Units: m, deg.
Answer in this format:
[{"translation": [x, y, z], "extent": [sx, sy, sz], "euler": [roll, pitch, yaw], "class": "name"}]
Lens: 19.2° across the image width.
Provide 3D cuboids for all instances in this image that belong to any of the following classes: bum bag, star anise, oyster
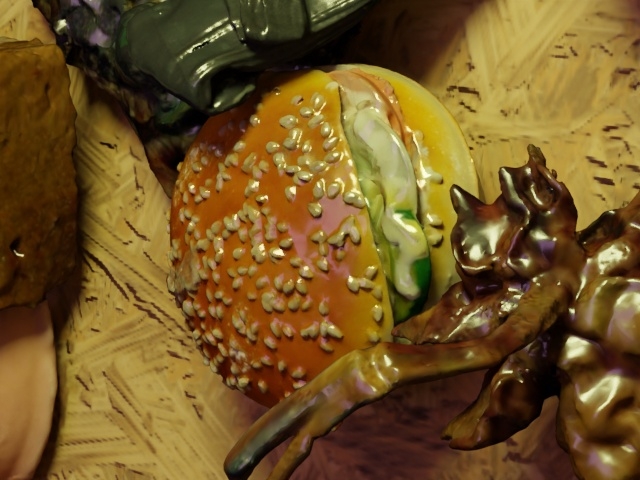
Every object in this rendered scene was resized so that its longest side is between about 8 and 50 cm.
[{"translation": [-0.001, -0.160, 1.174], "extent": [0.123, 0.248, 0.060], "euler": [47, 157, 48], "class": "bum bag"}, {"translation": [0.113, 0.071, 1.028], "extent": [0.148, 0.346, 0.237], "euler": [-158, 56, -77], "class": "star anise"}, {"translation": [-0.119, -0.191, 1.336], "extent": [0.221, 0.096, 0.361], "euler": [-49, 60, 20], "class": "oyster"}]

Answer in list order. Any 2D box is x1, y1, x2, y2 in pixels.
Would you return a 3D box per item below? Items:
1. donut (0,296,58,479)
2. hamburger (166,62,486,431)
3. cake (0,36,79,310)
[{"translation": [-0.300, 0.119, 1.474], "extent": [0.233, 0.085, 0.199], "euler": [14, 97, 42], "class": "donut"}, {"translation": [-0.002, -0.003, 1.174], "extent": [0.237, 0.147, 0.236], "euler": [-6, 79, 37], "class": "hamburger"}, {"translation": [-0.335, -0.063, 1.412], "extent": [0.293, 0.196, 0.198], "euler": [19, 119, 43], "class": "cake"}]
